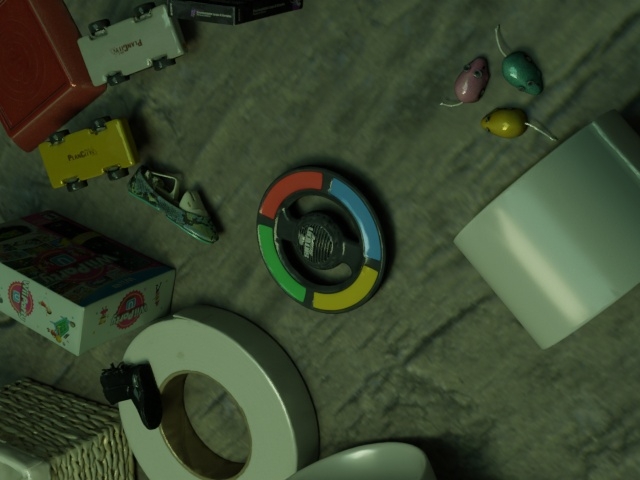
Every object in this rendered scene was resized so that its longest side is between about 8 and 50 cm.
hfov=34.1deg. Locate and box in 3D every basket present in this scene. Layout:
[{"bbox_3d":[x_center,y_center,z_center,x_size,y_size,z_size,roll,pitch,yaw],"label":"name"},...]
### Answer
[{"bbox_3d":[-0.544,0.465,1.948,0.328,0.266,0.331,12,113,31],"label":"basket"}]

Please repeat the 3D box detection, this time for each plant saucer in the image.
[{"bbox_3d":[-0.512,-0.311,1.790,0.259,0.048,0.258,-28,89,38],"label":"plant saucer"}]

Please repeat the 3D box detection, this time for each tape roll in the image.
[{"bbox_3d":[0.300,-0.012,1.214,0.169,0.246,0.246,51,127,9],"label":"tape roll"},{"bbox_3d":[-0.180,0.301,1.763,0.392,0.072,0.392,12,112,32],"label":"tape roll"}]

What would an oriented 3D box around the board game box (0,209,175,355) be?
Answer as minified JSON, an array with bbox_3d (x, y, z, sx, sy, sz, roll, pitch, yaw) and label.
[{"bbox_3d":[-0.434,0.062,1.758,0.303,0.224,0.097,24,116,25],"label":"board game box"}]

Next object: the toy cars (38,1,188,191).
[{"bbox_3d":[-0.322,-0.228,1.669,0.176,0.087,0.393,37,120,12],"label":"toy cars"}]

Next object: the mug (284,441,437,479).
[{"bbox_3d":[0.129,0.490,1.522,0.374,0.276,0.328,-20,101,7],"label":"mug"}]

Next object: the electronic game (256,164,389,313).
[{"bbox_3d":[0.000,0.000,1.547,0.229,0.048,0.229,13,114,31],"label":"electronic game"}]

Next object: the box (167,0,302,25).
[{"bbox_3d":[-0.116,-0.326,1.439,0.116,0.162,0.029,14,114,30],"label":"box"}]

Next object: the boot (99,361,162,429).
[{"bbox_3d":[-0.325,0.266,1.778,0.099,0.045,0.121,-12,92,35],"label":"boot"}]

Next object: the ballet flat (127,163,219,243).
[{"bbox_3d":[-0.233,-0.064,1.678,0.188,0.070,0.070,31,121,18],"label":"ballet flat"}]

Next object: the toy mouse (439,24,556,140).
[{"bbox_3d":[0.223,-0.201,1.333,0.161,0.031,0.143,10,112,32],"label":"toy mouse"}]
